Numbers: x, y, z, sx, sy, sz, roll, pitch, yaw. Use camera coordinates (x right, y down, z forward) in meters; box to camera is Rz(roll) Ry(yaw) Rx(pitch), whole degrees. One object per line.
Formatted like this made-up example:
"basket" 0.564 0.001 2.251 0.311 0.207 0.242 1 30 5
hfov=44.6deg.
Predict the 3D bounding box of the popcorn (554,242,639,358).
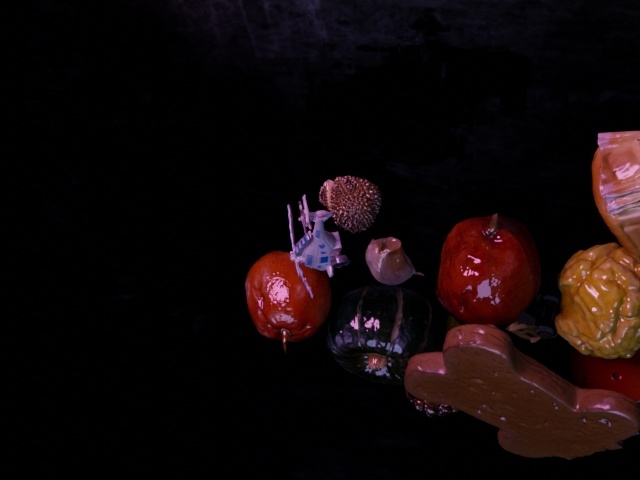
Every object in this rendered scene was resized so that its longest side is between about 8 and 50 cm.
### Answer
"popcorn" 0.519 0.096 1.372 0.200 0.203 0.226 4 128 54

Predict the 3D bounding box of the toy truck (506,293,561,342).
"toy truck" 0.378 0.135 1.563 0.191 0.085 0.116 28 151 -20

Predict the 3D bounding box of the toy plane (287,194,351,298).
"toy plane" -0.002 -0.011 1.392 0.107 0.182 0.273 -9 142 -7

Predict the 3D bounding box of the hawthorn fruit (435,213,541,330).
"hawthorn fruit" 0.293 0.039 1.372 0.189 0.190 0.251 0 132 14

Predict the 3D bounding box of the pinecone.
"pinecone" 0.267 0.335 1.824 0.173 0.174 0.174 7 146 5

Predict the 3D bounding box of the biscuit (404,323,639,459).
"biscuit" 0.368 0.292 1.474 0.393 0.076 0.368 27 150 -6

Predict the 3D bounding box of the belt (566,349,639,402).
"belt" 0.616 0.259 1.560 0.227 0.115 0.324 -7 170 10

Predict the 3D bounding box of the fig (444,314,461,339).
"fig" 0.310 0.175 1.631 0.117 0.117 0.178 -6 133 22

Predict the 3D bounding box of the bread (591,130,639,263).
"bread" 0.504 -0.056 1.207 0.107 0.136 0.241 -17 139 34

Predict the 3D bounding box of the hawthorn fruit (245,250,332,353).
"hawthorn fruit" -0.069 0.128 1.561 0.179 0.201 0.179 7 152 4

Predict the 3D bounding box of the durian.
"durian" 0.056 -0.051 1.387 0.110 0.071 0.140 -4 149 19

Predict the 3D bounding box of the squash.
"squash" 0.132 0.199 1.643 0.252 0.165 0.252 5 146 3

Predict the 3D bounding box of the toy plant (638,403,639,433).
"toy plant" 0.803 0.419 1.844 0.243 0.113 0.233 12 149 12

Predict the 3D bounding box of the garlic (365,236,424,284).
"garlic" 0.137 0.051 1.515 0.084 0.066 0.152 -10 139 24
